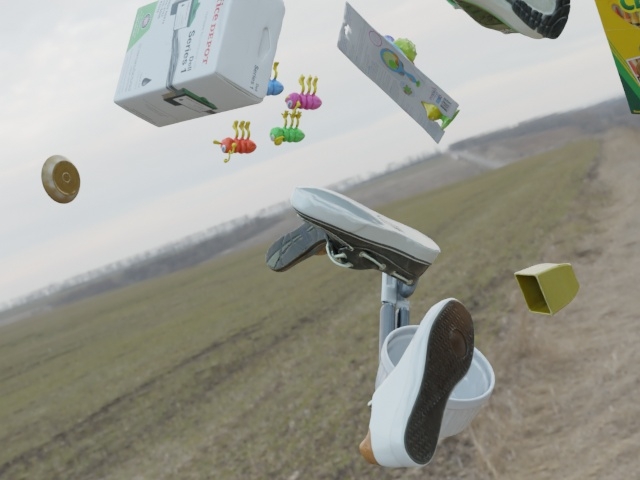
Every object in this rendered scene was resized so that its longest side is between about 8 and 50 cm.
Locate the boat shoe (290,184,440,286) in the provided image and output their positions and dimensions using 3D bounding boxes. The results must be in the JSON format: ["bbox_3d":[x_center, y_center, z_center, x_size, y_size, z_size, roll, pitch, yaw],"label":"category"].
[{"bbox_3d":[0.047,0.002,1.009,0.219,0.070,0.078,23,16,-36],"label":"boat shoe"}]

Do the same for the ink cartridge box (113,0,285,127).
[{"bbox_3d":[-0.167,-0.257,1.200,0.219,0.160,0.092,-6,-23,42],"label":"ink cartridge box"}]

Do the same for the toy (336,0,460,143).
[{"bbox_3d":[0.129,-0.272,1.380,0.056,0.237,0.137,-39,-11,-16],"label":"toy"}]

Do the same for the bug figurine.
[{"bbox_3d":[-0.110,-0.273,1.940,0.216,0.072,0.279,-5,-32,-28],"label":"bug figurine"}]

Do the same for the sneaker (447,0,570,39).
[{"bbox_3d":[0.275,-0.491,1.697,0.410,0.158,0.182,26,-14,-22],"label":"sneaker"}]

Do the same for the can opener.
[{"bbox_3d":[0.177,0.168,2.025,0.074,0.280,0.093,17,-33,-15],"label":"can opener"}]

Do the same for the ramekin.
[{"bbox_3d":[0.196,0.256,1.567,0.207,0.109,0.207,13,29,-8],"label":"ramekin"}]

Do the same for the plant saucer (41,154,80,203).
[{"bbox_3d":[-0.427,-0.103,1.462,0.015,0.083,0.083,-8,9,32],"label":"plant saucer"}]

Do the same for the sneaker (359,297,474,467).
[{"bbox_3d":[0.132,0.201,1.285,0.123,0.106,0.290,-21,28,45],"label":"sneaker"}]

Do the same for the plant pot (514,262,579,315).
[{"bbox_3d":[0.417,0.080,1.586,0.083,0.081,0.081,-25,6,-15],"label":"plant pot"}]

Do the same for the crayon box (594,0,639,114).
[{"bbox_3d":[0.772,-0.419,1.823,0.106,0.313,0.363,-38,25,-21],"label":"crayon box"}]

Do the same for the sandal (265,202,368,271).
[{"bbox_3d":[0.000,0.000,1.670,0.219,0.090,0.060,-34,-43,5],"label":"sandal"}]
